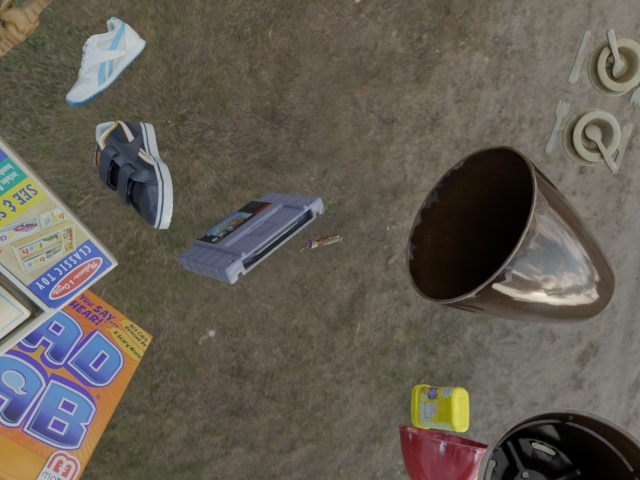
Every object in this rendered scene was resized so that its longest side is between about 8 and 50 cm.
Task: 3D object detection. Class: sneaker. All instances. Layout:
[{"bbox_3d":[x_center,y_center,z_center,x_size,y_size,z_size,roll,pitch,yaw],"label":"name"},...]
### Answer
[{"bbox_3d":[-0.395,-0.138,1.034,0.127,0.321,0.126,-1,130,-31],"label":"sneaker"},{"bbox_3d":[-0.493,-0.391,1.103,0.092,0.087,0.228,43,66,-31],"label":"sneaker"}]

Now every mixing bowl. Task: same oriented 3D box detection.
[{"bbox_3d":[0.229,0.418,0.935,0.181,0.181,0.098,17,74,-20],"label":"mixing bowl"}]

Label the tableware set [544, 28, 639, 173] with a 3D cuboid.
[{"bbox_3d":[0.426,-0.207,0.739,0.128,0.039,0.194,14,98,-8],"label":"tableware set"}]

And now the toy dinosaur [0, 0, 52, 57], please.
[{"bbox_3d":[-0.423,-0.324,0.715,0.064,0.211,0.112,8,65,-55],"label":"toy dinosaur"}]

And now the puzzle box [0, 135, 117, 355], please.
[{"bbox_3d":[-0.465,0.056,0.509,0.409,0.052,0.272,-42,122,-14],"label":"puzzle box"}]

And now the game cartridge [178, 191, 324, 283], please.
[{"bbox_3d":[-0.185,-0.024,1.335,0.355,0.230,0.068,-40,128,-34],"label":"game cartridge"}]

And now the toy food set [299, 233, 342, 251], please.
[{"bbox_3d":[0.000,0.000,1.381,0.122,0.078,0.019,-17,100,6],"label":"toy food set"}]

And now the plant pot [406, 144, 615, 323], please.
[{"bbox_3d":[0.273,0.022,0.667,0.230,0.215,0.215,25,95,-23],"label":"plant pot"}]

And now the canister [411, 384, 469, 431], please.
[{"bbox_3d":[0.345,0.485,1.441,0.073,0.170,0.126,13,71,-27],"label":"canister"}]

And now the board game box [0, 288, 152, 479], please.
[{"bbox_3d":[-0.613,0.273,0.910,0.356,0.356,0.356,-33,116,28],"label":"board game box"}]

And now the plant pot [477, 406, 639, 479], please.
[{"bbox_3d":[0.232,0.261,0.505,0.167,0.165,0.167,-3,68,7],"label":"plant pot"}]
